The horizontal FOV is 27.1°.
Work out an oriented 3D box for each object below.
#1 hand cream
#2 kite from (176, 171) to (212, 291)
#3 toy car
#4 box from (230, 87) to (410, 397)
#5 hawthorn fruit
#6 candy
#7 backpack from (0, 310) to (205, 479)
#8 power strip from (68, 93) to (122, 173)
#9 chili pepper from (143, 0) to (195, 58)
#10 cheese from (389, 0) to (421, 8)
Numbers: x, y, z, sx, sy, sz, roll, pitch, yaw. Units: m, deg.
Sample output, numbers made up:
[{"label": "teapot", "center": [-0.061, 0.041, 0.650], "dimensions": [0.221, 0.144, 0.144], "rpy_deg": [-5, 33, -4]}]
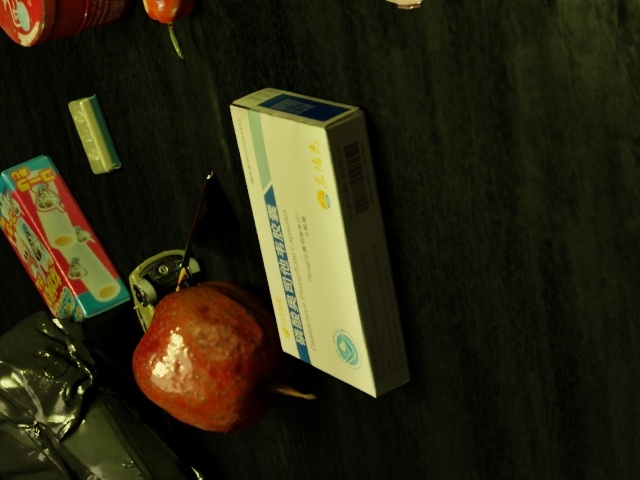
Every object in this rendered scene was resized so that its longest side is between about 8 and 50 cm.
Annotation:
[{"label": "hand cream", "center": [-0.363, -0.385, 1.797], "dimensions": [0.230, 0.149, 0.230], "rpy_deg": [40, 142, 41]}, {"label": "kite", "center": [-0.174, -0.009, 1.833], "dimensions": [0.241, 0.014, 0.183], "rpy_deg": [-138, 64, -83]}, {"label": "toy car", "center": [-0.202, 0.144, 1.980], "dimensions": [0.256, 0.101, 0.124], "rpy_deg": [65, 154, -1]}, {"label": "box", "center": [0.000, 0.000, 1.579], "dimensions": [0.200, 0.065, 0.343], "rpy_deg": [21, 129, 52]}, {"label": "hawthorn fruit", "center": [-0.115, 0.172, 1.783], "dimensions": [0.243, 0.207, 0.207], "rpy_deg": [23, 134, 21]}, {"label": "candy", "center": [-0.447, 0.023, 2.287], "dimensions": [0.306, 0.100, 0.157], "rpy_deg": [56, 149, 13]}, {"label": "backpack", "center": [-0.390, 0.336, 2.231], "dimensions": [0.445, 0.255, 0.363], "rpy_deg": [45, 147, 4]}, {"label": "power strip", "center": [-0.348, -0.162, 2.055], "dimensions": [0.056, 0.032, 0.123], "rpy_deg": [1, 113, 59]}, {"label": "chili pepper", "center": [-0.195, -0.353, 1.640], "dimensions": [0.071, 0.063, 0.272], "rpy_deg": [17, 124, 38]}, {"label": "cheese", "center": [0.084, -0.309, 1.206], "dimensions": [0.286, 0.074, 0.189], "rpy_deg": [-4, 109, 55]}]
